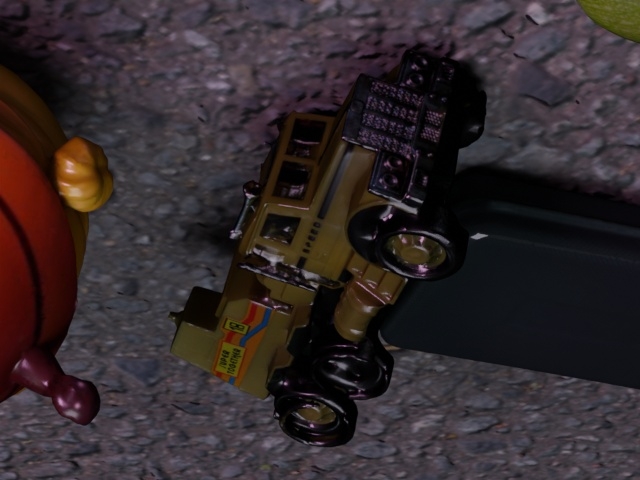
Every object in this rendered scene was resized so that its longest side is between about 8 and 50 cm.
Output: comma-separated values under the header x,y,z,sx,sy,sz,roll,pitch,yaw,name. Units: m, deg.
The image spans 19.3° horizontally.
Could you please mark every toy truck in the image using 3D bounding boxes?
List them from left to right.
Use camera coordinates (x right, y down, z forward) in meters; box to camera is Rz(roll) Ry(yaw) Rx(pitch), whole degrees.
x,y,z,sx,sy,sz,roll,pitch,yaw,name
0.005,0.001,1.073,0.127,0.127,0.257,22,142,-8,toy truck

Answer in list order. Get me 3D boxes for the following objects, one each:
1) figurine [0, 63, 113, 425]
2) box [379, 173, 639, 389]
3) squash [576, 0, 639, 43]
x,y,z,sx,sy,sz,roll,pitch,yaw,name
-0.260,-0.013,0.974,0.323,0.196,0.320,16,134,-13,figurine
0.165,0.031,1.181,0.230,0.050,0.160,10,146,-16,box
0.276,-0.177,0.803,0.370,0.118,0.118,-19,143,21,squash
